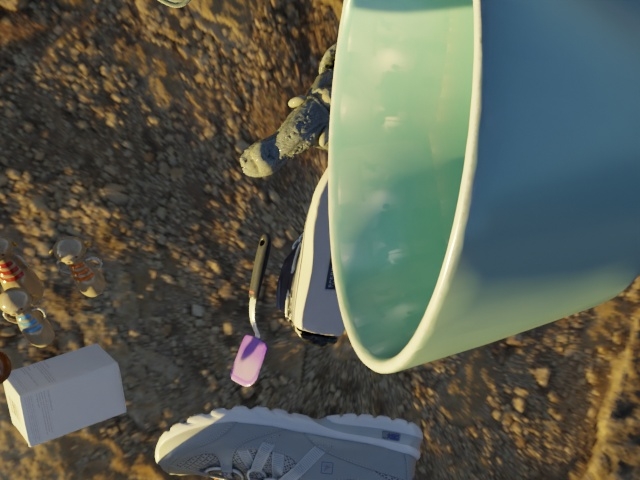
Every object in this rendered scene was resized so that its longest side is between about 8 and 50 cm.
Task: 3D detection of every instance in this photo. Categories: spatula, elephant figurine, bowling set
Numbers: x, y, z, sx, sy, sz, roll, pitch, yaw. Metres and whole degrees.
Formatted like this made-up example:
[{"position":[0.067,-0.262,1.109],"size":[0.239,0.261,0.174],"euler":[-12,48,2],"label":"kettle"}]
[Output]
[{"position":[-0.124,0.132,1.919],"size":[0.030,0.084,0.297],"euler":[0,102,-39],"label":"spatula"},{"position":[0.049,-0.163,1.102],"size":[0.186,0.169,0.239],"euler":[25,128,-21],"label":"elephant figurine"},{"position":[-0.471,0.097,1.484],"size":[0.286,0.154,0.200],"euler":[-8,51,7],"label":"bowling set"}]

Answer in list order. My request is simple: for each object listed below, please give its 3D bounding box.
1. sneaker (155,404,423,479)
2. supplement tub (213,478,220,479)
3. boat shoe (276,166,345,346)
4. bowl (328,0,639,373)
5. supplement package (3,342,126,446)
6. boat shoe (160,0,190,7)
[{"position":[-0.036,0.237,1.034],"size":[0.281,0.105,0.115],"euler":[-1,67,9],"label":"sneaker"},{"position":[-0.138,0.550,1.862],"size":[0.193,0.194,0.316],"euler":[19,57,4],"label":"supplement tub"},{"position":[0.000,0.000,1.747],"size":[0.127,0.158,0.341],"euler":[12,98,-26],"label":"boat shoe"},{"position":[0.114,-0.073,0.609],"size":[0.163,0.311,0.312],"euler":[3,86,-11],"label":"bowl"},{"position":[-0.448,0.268,1.760],"size":[0.179,0.105,0.105],"euler":[-17,113,-28],"label":"supplement package"},{"position":[-0.276,-0.423,1.442],"size":[0.227,0.069,0.081],"euler":[39,105,-20],"label":"boat shoe"}]
